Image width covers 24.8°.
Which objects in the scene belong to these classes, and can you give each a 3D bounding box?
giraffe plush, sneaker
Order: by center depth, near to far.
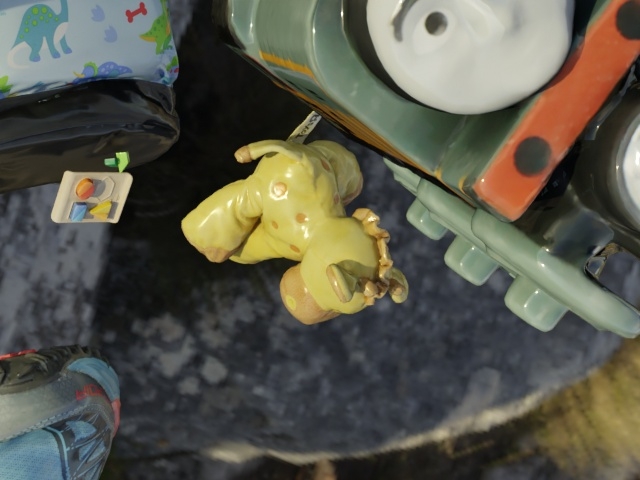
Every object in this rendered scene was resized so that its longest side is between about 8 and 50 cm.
[{"bbox_3d":[-0.132,0.149,0.664,0.104,0.125,0.262,-12,147,-24],"label":"sneaker"},{"bbox_3d":[0.000,0.000,1.342,0.181,0.170,0.210,-20,160,-35],"label":"giraffe plush"}]

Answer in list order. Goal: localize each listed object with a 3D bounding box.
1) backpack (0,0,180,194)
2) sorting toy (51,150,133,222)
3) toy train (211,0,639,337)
[{"bbox_3d":[-0.270,-0.239,1.239,0.290,0.273,0.355,-10,76,-40],"label":"backpack"},{"bbox_3d":[-0.195,-0.046,1.263,0.062,0.012,0.083,2,131,-29],"label":"sorting toy"},{"bbox_3d":[0.057,-0.074,0.613,0.190,0.334,0.142,35,94,-14],"label":"toy train"}]
